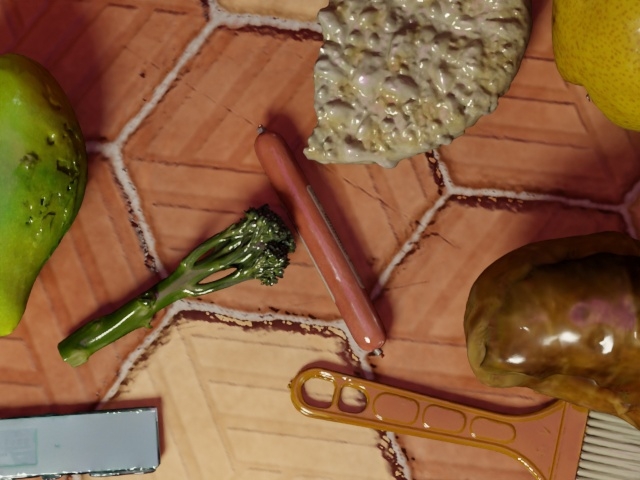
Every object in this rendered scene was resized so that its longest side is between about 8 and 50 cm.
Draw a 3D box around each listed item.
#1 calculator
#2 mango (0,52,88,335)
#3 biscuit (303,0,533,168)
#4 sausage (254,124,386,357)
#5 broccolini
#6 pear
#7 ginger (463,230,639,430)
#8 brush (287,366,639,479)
[{"bbox_3d":[-0.219,0.171,1.369,0.172,0.018,0.057,-5,83,-1],"label":"calculator"},{"bbox_3d":[-0.256,-0.036,1.353,0.125,0.111,0.232,2,83,4],"label":"mango"},{"bbox_3d":[0.088,-0.183,1.393,0.179,0.084,0.281,16,84,-3],"label":"biscuit"},{"bbox_3d":[0.000,0.000,1.390,0.029,0.029,0.223,-28,83,-4],"label":"sausage"},{"bbox_3d":[-0.116,0.048,1.381,0.216,0.058,0.067,-35,43,2],"label":"broccolini"},{"bbox_3d":[0.285,-0.183,1.336,0.209,0.209,0.208,0,82,-1],"label":"pear"},{"bbox_3d":[0.273,0.087,1.314,0.321,0.165,0.172,23,61,3],"label":"ginger"},{"bbox_3d":[0.126,0.154,1.378,0.314,0.017,0.090,12,82,2],"label":"brush"}]
